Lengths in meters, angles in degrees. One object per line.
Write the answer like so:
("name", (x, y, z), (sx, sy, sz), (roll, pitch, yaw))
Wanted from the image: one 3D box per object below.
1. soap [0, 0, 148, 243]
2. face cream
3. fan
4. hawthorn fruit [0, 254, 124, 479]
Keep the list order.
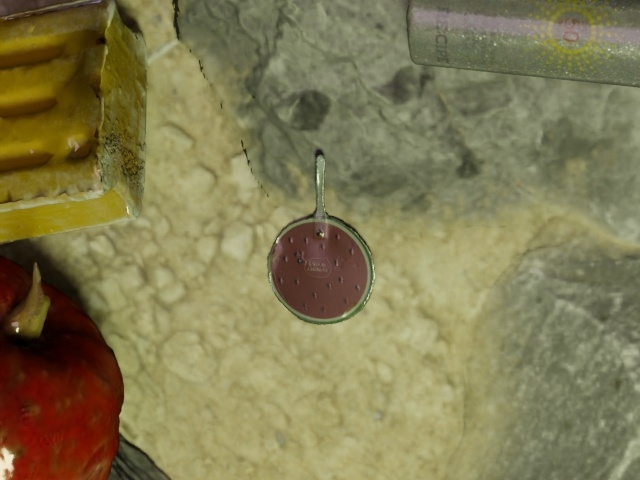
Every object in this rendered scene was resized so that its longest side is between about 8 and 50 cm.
("soap", (-0.259, -0.078, 1.269), (0.257, 0.080, 0.160), (-8, 66, 19))
("face cream", (0.201, -0.141, 1.154), (0.283, 0.073, 0.073), (7, 106, 14))
("fan", (0.000, 0.000, 1.286), (0.085, 0.005, 0.133), (4, 106, 16))
("hawthorn fruit", (-0.269, 0.145, 1.282), (0.258, 0.258, 0.262), (44, 83, 1))
